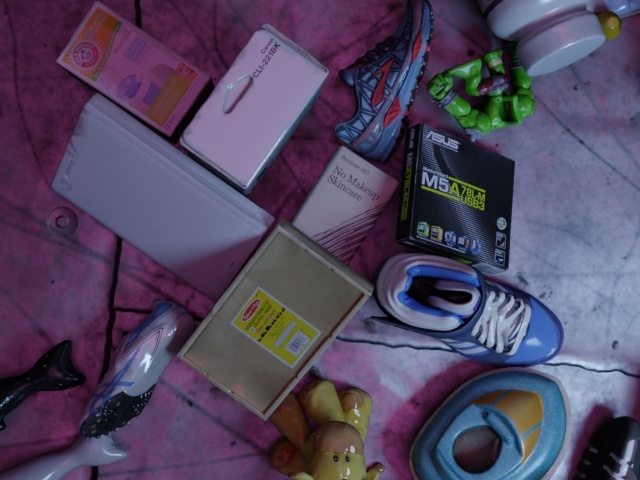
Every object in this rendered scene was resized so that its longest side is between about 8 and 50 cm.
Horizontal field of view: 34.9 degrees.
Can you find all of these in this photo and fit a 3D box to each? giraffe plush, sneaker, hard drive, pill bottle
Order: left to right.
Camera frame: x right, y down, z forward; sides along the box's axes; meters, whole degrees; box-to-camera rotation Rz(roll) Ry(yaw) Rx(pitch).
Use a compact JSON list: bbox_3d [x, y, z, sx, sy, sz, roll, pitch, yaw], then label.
[{"bbox_3d":[-0.285,0.193,1.530,0.086,0.085,0.237,27,71,30],"label":"sneaker"},{"bbox_3d":[-0.237,-0.056,1.498,0.308,0.203,0.040,35,45,-3],"label":"hard drive"},{"bbox_3d":[0.014,0.319,1.507,0.182,0.170,0.210,-19,91,-3],"label":"giraffe plush"},{"bbox_3d":[0.093,-0.256,1.550,0.125,0.104,0.261,18,88,-1],"label":"sneaker"},{"bbox_3d":[0.228,0.110,1.488,0.323,0.236,0.130,22,89,-3],"label":"sneaker"},{"bbox_3d":[0.304,-0.404,1.510,0.169,0.169,0.301,-22,82,-3],"label":"pill bottle"},{"bbox_3d":[0.479,0.419,1.580,0.163,0.106,0.281,18,95,-12],"label":"sneaker"}]

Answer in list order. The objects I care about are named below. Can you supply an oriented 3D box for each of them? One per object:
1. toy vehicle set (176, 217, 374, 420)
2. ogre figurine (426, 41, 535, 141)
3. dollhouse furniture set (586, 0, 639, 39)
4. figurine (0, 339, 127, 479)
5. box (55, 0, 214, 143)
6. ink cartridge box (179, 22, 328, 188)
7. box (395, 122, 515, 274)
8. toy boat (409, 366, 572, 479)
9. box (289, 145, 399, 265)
[{"bbox_3d":[-0.068,0.118,1.478,0.166,0.035,0.267,38,110,-4],"label":"toy vehicle set"},{"bbox_3d":[0.258,-0.225,1.558,0.197,0.097,0.118,-29,99,-47],"label":"ogre figurine"},{"bbox_3d":[0.510,-0.480,1.527,0.287,0.198,0.303,-15,91,-3],"label":"dollhouse furniture set"},{"bbox_3d":[-0.422,0.285,1.530,0.209,0.092,0.214,-29,92,-7],"label":"figurine"},{"bbox_3d":[-0.275,-0.249,1.528,0.203,0.103,0.114,34,87,-3],"label":"box"},{"bbox_3d":[-0.094,-0.175,1.453,0.114,0.273,0.197,35,88,-2],"label":"ink cartridge box"},{"bbox_3d":[0.204,-0.060,1.523,0.191,0.045,0.184,18,71,-29],"label":"box"},{"bbox_3d":[0.303,0.334,1.493,0.267,0.148,0.318,-44,66,-7],"label":"toy boat"},{"bbox_3d":[0.000,0.000,1.547,0.113,0.094,0.275,31,89,-3],"label":"box"}]
